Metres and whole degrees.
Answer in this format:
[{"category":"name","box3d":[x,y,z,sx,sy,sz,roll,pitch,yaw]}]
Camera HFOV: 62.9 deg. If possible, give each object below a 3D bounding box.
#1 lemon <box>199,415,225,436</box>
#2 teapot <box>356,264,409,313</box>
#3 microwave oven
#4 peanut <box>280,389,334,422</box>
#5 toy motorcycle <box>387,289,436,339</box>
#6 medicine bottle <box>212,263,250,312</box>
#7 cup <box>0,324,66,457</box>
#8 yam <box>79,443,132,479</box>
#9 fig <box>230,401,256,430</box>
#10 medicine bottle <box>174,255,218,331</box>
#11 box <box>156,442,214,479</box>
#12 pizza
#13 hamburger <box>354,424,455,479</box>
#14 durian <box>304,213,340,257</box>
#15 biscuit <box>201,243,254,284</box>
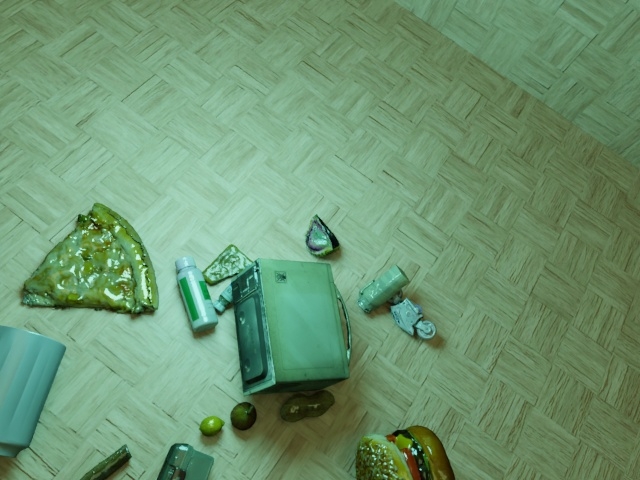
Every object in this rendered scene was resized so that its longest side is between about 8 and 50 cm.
[{"category":"lemon","box3d":[-0.345,0.590,1.663,0.083,0.062,0.062,-7,68,-20]},{"category":"teapot","box3d":[0.222,0.172,1.936,0.200,0.077,0.107,-41,41,11]},{"category":"microwave oven","box3d":[-0.105,0.290,1.727,0.333,0.247,0.394,6,63,-32]},{"category":"peanut","box3d":[-0.043,0.549,1.746,0.192,0.089,0.089,-5,67,-20]},{"category":"toy motorcycle","box3d":[0.324,0.275,1.955,0.112,0.112,0.254,-35,73,-25]},{"category":"medicine bottle","box3d":[-0.299,0.167,1.843,0.051,0.051,0.191,40,82,6]},{"category":"cup","box3d":[-0.948,0.432,1.513,0.323,0.237,0.327,1,62,19]},{"category":"yam","box3d":[-0.667,0.699,1.540,0.241,0.057,0.057,-36,79,-24]},{"category":"fig","box3d":[-0.240,0.556,1.668,0.089,0.125,0.089,8,62,-14]},{"category":"medicine bottle","box3d":[-0.434,0.182,1.808,0.095,0.095,0.260,-17,73,-20]},{"category":"box","box3d":[-0.414,0.716,1.547,0.129,0.148,0.210,26,62,-14]},{"category":"pizza","box3d":[-0.756,0.052,1.799,0.435,0.080,0.392,7,65,-12]},{"category":"hamburger","box3d":[0.250,0.739,1.596,0.250,0.330,0.330,-3,67,-14]},{"category":"durian","box3d":[-0.003,0.002,2.009,0.108,0.119,0.187,-36,61,13]},{"category":"biscuit","box3d":[-0.312,0.119,1.897,0.183,0.039,0.174,36,62,5]}]
